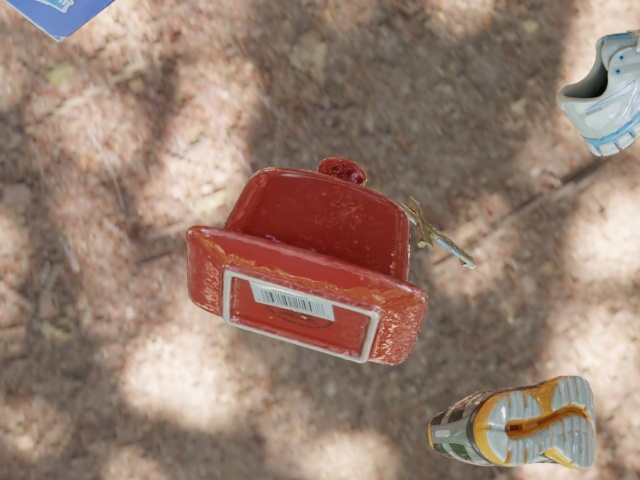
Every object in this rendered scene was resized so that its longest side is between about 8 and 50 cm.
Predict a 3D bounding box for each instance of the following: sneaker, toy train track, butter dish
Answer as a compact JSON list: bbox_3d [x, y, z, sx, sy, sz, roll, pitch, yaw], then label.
[{"bbox_3d":[0.177,0.162,1.527,0.083,0.084,0.215,-9,168,36],"label":"sneaker"},{"bbox_3d":[0.076,-0.001,1.191,0.014,0.048,0.083,-39,129,21],"label":"toy train track"},{"bbox_3d":[0.000,0.000,1.149,0.160,0.118,0.160,16,159,3],"label":"butter dish"},{"bbox_3d":[0.280,-0.156,1.461,0.190,0.071,0.083,-42,118,16],"label":"sneaker"}]

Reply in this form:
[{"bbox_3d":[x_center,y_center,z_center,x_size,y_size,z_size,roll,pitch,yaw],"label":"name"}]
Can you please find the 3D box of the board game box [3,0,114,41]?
[{"bbox_3d":[-0.152,-0.253,0.540,0.078,0.347,0.233,-34,135,19],"label":"board game box"}]
